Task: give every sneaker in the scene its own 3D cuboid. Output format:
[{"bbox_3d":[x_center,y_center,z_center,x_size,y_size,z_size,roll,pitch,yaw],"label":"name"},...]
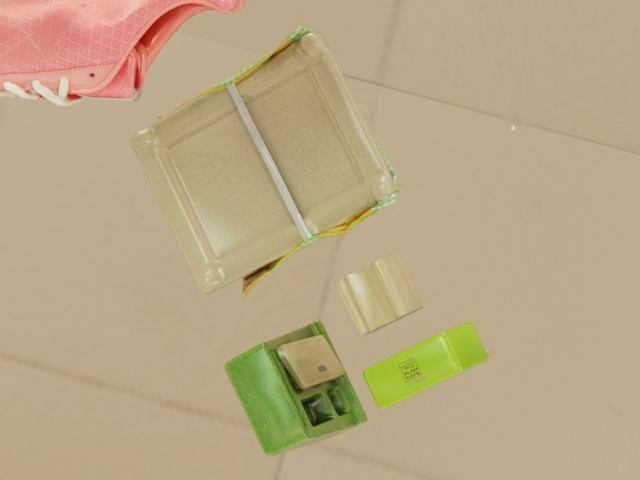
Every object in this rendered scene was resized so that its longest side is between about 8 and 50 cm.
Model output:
[{"bbox_3d":[-0.188,-0.135,1.258,0.314,0.116,0.136,-31,90,12],"label":"sneaker"}]

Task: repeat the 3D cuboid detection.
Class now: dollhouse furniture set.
[{"bbox_3d":[0.000,0.000,1.545,0.198,0.151,0.301,-27,84,20],"label":"dollhouse furniture set"}]
